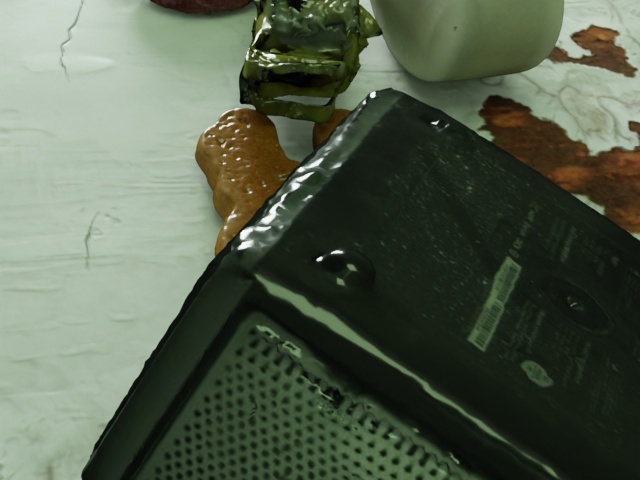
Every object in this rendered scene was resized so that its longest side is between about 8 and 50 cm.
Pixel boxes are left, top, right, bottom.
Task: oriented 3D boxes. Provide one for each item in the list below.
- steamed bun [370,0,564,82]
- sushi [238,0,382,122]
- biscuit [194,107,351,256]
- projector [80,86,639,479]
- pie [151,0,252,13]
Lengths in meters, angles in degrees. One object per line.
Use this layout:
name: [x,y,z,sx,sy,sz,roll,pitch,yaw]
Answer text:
steamed bun: [0.142,-0.265,1.503,0.146,0.164,0.241,-8,48,-22]
sushi: [-0.002,-0.231,1.439,0.139,0.131,0.291,9,39,-1]
biscuit: [0.000,0.000,1.301,0.202,0.047,0.334,-3,46,-15]
projector: [0.107,0.118,0.966,0.405,0.242,0.395,35,28,2]
pie: [-0.138,-0.335,1.580,0.204,0.054,0.219,-28,59,-33]
